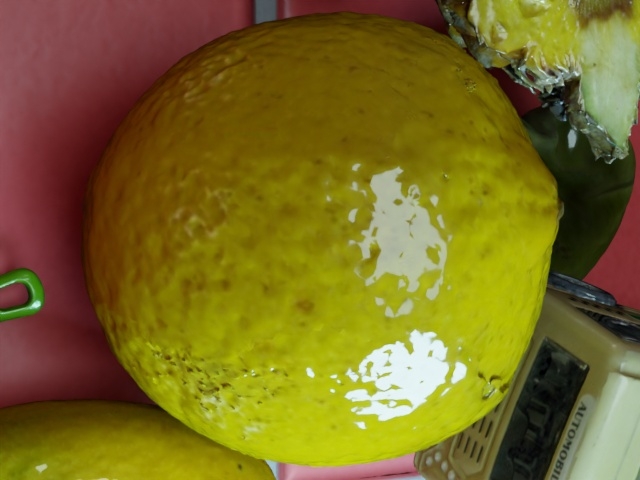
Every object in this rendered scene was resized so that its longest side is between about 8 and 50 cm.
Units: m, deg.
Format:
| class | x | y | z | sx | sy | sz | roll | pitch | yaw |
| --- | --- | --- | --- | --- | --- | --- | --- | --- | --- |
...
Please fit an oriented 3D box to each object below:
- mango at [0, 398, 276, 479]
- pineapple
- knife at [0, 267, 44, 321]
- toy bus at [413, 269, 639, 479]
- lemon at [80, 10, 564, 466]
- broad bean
| class | x | y | z | sx | sy | sz | roll | pitch | yaw |
| --- | --- | --- | --- | --- | --- | --- | --- | --- | --- |
| mango | -0.152 | 0.182 | 0.842 | 0.317 | 0.119 | 0.176 | 4 | 92 | -21 |
| pineapple | 0.177 | -0.140 | 0.996 | 0.250 | 0.140 | 0.164 | -27 | 100 | -25 |
| knife | -0.245 | 0.051 | 0.831 | 0.166 | 0.022 | 0.078 | -21 | 108 | -26 |
| toy bus | 0.265 | 0.151 | 1.003 | 0.365 | 0.202 | 0.177 | 15 | 98 | -30 |
| lemon | 0.001 | 0.000 | 0.829 | 0.293 | 0.293 | 0.293 | -1 | 92 | -29 |
| broad bean | 0.154 | -0.032 | 1.028 | 0.207 | 0.072 | 0.153 | 18 | 99 | -31 |
